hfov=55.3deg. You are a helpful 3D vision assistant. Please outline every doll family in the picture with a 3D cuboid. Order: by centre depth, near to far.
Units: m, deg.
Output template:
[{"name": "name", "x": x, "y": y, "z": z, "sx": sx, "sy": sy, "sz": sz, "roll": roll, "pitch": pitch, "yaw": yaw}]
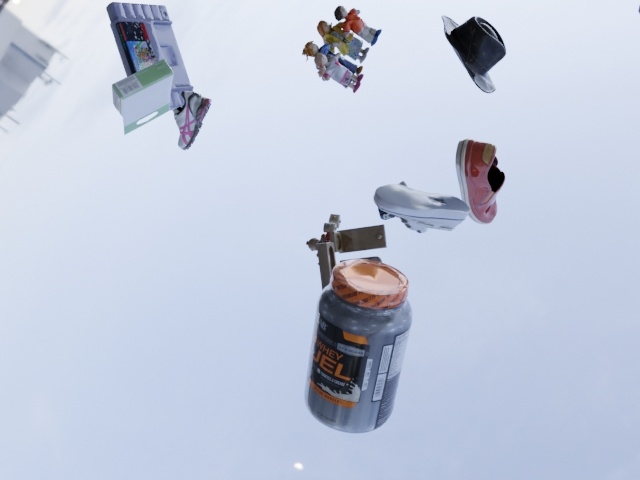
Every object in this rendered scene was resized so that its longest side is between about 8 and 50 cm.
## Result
[{"name": "doll family", "x": 0.040, "y": -0.497, "z": 1.616, "sx": 0.118, "sy": 0.163, "sz": 0.263, "roll": -32, "pitch": -146, "yaw": 60}]

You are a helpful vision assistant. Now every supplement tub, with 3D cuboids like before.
[{"name": "supplement tub", "x": 0.077, "y": 0.211, "z": 1.238, "sx": 0.193, "sy": 0.193, "sz": 0.316, "roll": 42, "pitch": -50, "yaw": 54}]

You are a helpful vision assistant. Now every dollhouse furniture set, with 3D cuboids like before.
[{"name": "dollhouse furniture set", "x": 0.079, "y": 0.041, "z": 1.420, "sx": 0.123, "sy": 0.151, "sz": 0.144, "roll": -8, "pitch": -91, "yaw": 21}]

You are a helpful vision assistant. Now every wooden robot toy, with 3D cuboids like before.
[{"name": "wooden robot toy", "x": 0.000, "y": 0.000, "z": 1.619, "sx": 0.079, "sy": 0.076, "sz": 0.173, "roll": 8, "pitch": -115, "yaw": 13}]

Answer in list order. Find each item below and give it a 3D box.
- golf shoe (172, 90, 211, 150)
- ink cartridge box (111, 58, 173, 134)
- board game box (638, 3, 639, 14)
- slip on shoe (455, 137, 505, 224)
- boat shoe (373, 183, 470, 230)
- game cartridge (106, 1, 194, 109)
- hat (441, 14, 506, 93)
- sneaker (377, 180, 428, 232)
[{"name": "golf shoe", "x": -0.357, "y": -0.324, "z": 1.637, "sx": 0.186, "sy": 0.085, "sz": 0.068, "roll": -56, "pitch": -164, "yaw": 40}, {"name": "ink cartridge box", "x": -0.517, "y": -0.413, "z": 1.778, "sx": 0.171, "sy": 0.056, "sz": 0.235, "roll": -36, "pitch": 178, "yaw": -22}, {"name": "board game box", "x": 0.903, "y": -0.639, "z": 1.574, "sx": 0.033, "sy": 0.133, "sz": 0.169, "roll": -105, "pitch": -161, "yaw": -66}, {"name": "slip on shoe", "x": 0.426, "y": -0.141, "z": 1.578, "sx": 0.101, "sy": 0.331, "sz": 0.123, "roll": 7, "pitch": -117, "yaw": 27}, {"name": "boat shoe", "x": 0.231, "y": -0.068, "z": 1.449, "sx": 0.096, "sy": 0.267, "sz": 0.088, "roll": 60, "pitch": -45, "yaw": 39}, {"name": "game cartridge", "x": -0.552, "y": -0.603, "z": 2.014, "sx": 0.068, "sy": 0.355, "sz": 0.230, "roll": -15, "pitch": -175, "yaw": 35}, {"name": "hat", "x": 0.569, "y": -0.695, "z": 2.166, "sx": 0.134, "sy": 0.331, "sz": 0.331, "roll": -31, "pitch": -139, "yaw": 30}, {"name": "sneaker", "x": 0.245, "y": -0.078, "z": 1.875, "sx": 0.121, "sy": 0.079, "sz": 0.217, "roll": -30, "pitch": -137, "yaw": 15}]
